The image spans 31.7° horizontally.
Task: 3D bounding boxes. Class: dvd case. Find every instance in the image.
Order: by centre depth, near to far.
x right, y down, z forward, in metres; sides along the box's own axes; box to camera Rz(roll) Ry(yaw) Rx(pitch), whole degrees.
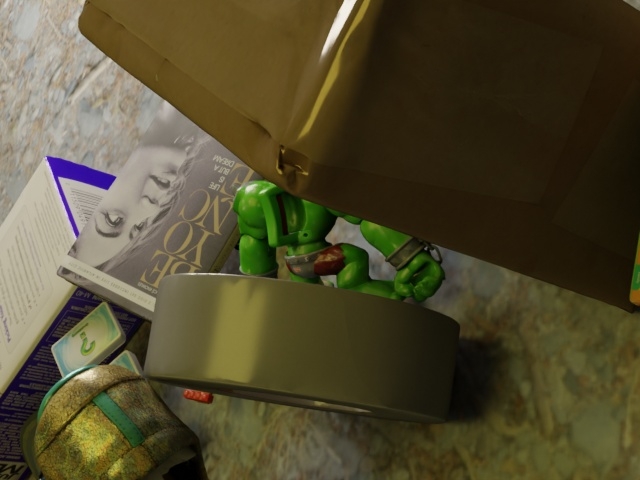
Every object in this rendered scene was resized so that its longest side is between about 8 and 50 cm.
[{"bbox_3d":[-0.137,-0.034,1.068,0.164,0.018,0.221,22,76,34],"label":"dvd case"}]

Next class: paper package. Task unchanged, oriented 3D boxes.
[{"bbox_3d":[0.054,-0.117,0.718,0.309,0.324,0.168,39,107,48],"label":"paper package"}]

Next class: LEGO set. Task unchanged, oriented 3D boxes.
[{"bbox_3d":[-0.144,0.086,1.043,0.244,0.060,0.182,-39,52,8],"label":"LEGO set"}]

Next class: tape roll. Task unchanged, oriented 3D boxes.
[{"bbox_3d":[-0.013,0.080,0.806,0.219,0.219,0.072,-4,74,49],"label":"tape roll"}]

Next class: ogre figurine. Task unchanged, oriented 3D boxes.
[{"bbox_3d":[0.000,0.000,0.896,0.197,0.096,0.118,4,118,58],"label":"ogre figurine"}]

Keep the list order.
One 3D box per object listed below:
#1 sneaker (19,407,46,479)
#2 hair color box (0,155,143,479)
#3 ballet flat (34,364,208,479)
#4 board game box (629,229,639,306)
[{"bbox_3d":[-0.232,0.241,1.079,0.300,0.121,0.111,32,101,50],"label":"sneaker"},{"bbox_3d":[-0.321,0.098,1.248,0.339,0.110,0.185,-50,46,23],"label":"hair color box"},{"bbox_3d":[-0.115,0.229,0.836,0.123,0.349,0.123,-5,46,5],"label":"ballet flat"},{"bbox_3d":[0.240,-0.078,0.645,0.039,0.124,0.260,-1,76,47],"label":"board game box"}]
